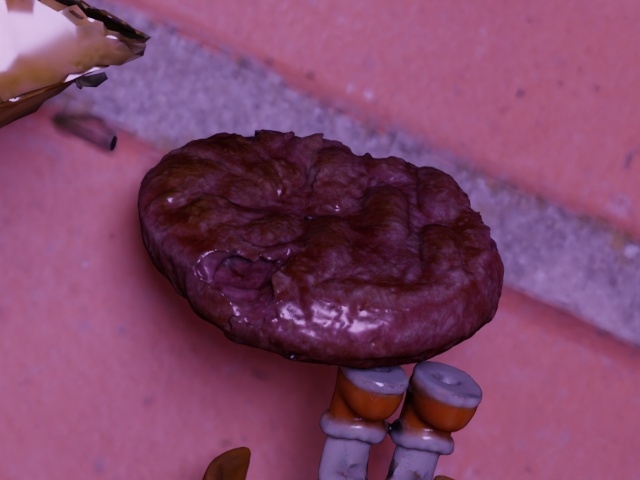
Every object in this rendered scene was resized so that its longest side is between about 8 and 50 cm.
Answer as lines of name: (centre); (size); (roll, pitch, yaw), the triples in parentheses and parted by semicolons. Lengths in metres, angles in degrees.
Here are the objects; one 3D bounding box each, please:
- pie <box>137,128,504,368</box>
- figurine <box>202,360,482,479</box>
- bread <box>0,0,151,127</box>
pie: (0.000, 0.000, 0.771); (0.154, 0.154, 0.036); (0, 123, -18)
figurine: (0.001, 0.173, 0.785); (0.143, 0.143, 0.271); (9, 121, -17)
bread: (-0.229, 0.011, 0.643); (0.279, 0.248, 0.315); (16, 90, -15)
